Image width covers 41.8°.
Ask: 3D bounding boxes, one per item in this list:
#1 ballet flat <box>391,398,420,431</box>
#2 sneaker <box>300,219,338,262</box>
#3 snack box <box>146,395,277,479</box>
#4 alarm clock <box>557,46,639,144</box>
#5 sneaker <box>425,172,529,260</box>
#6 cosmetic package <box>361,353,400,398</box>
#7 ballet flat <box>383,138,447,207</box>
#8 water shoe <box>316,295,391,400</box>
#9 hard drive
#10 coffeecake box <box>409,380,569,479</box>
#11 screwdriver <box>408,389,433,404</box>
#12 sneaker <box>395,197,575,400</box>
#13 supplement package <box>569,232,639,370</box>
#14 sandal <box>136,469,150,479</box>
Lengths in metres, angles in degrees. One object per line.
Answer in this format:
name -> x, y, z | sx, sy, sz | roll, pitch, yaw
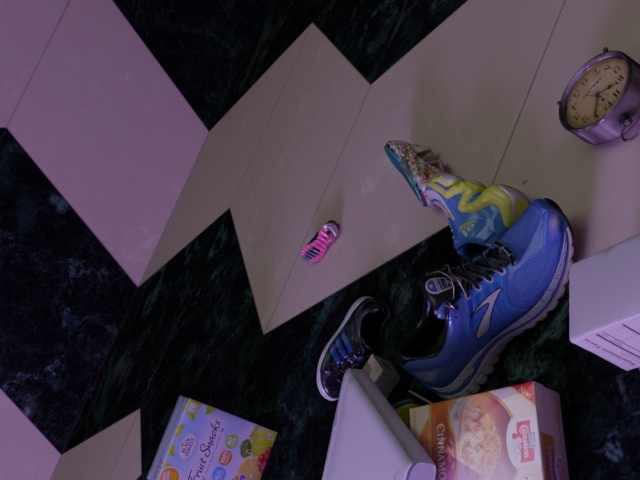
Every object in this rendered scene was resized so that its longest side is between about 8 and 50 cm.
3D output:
ballet flat -> 0.091, 0.331, 1.308 | 0.231, 0.077, 0.077 | -47, 49, 39
sneaker -> 0.000, 0.000, 1.874 | 0.119, 0.047, 0.057 | -48, 13, 24
snack box -> -0.212, 0.424, 1.651 | 0.070, 0.207, 0.174 | -9, 58, 62
alarm clock -> 0.410, -0.190, 1.182 | 0.129, 0.064, 0.192 | -52, 23, 24
sneaker -> 0.230, -0.036, 1.363 | 0.126, 0.091, 0.240 | -66, 24, -4
cosmetic package -> 0.082, 0.258, 1.423 | 0.115, 0.041, 0.060 | -58, 24, 11
ballet flat -> 0.191, -0.134, 1.586 | 0.077, 0.091, 0.241 | -29, 33, 2
water shoe -> 0.058, 0.195, 1.502 | 0.080, 0.073, 0.203 | 11, 76, 64
hard drive -> 0.069, 0.326, 1.149 | 0.307, 0.040, 0.203 | -135, 54, -72
coffeecake box -> 0.207, 0.268, 1.040 | 0.185, 0.068, 0.142 | -22, 54, 36
screwdriver -> 0.165, 0.235, 1.206 | 0.170, 0.024, 0.025 | -154, 62, -67
sneaker -> 0.226, 0.077, 1.182 | 0.330, 0.147, 0.130 | -56, 24, 14
supplement package -> 0.379, 0.059, 0.932 | 0.179, 0.105, 0.105 | -34, 38, 48
sandal -> -0.283, 0.617, 1.760 | 0.446, 0.107, 0.167 | 11, 74, 53
